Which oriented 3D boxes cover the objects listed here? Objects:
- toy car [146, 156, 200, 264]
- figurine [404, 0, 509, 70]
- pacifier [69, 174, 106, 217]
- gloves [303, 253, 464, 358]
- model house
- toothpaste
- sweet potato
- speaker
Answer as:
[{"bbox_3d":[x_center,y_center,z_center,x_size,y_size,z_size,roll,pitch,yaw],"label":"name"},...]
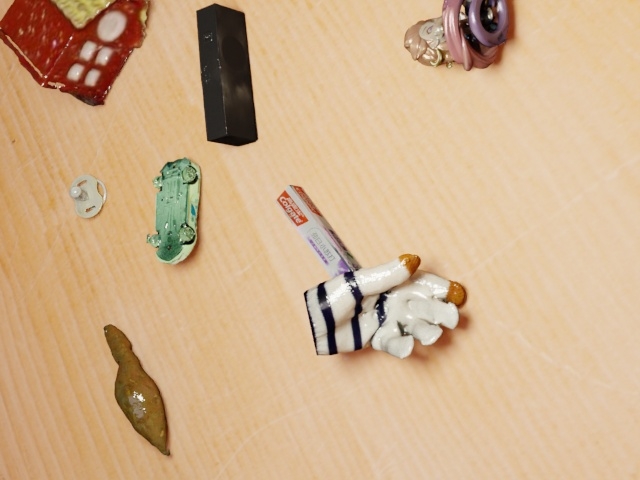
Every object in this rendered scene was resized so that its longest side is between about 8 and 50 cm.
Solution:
[{"bbox_3d":[-0.241,-0.047,1.628,0.093,0.058,0.186,-11,71,35],"label":"toy car"},{"bbox_3d":[0.187,-0.277,1.312,0.114,0.126,0.157,36,145,-11],"label":"figurine"},{"bbox_3d":[-0.432,-0.085,1.760,0.068,0.064,0.083,-25,75,14],"label":"pacifier"},{"bbox_3d":[0.091,0.095,1.363,0.219,0.131,0.140,-12,90,-1],"label":"gloves"},{"bbox_3d":[-0.423,-0.401,1.704,0.196,0.160,0.254,47,113,28],"label":"model house"},{"bbox_3d":[0.000,0.000,1.468,0.047,0.040,0.196,-47,64,22],"label":"toothpaste"},{"bbox_3d":[-0.325,0.251,1.671,0.075,0.075,0.269,-43,62,27],"label":"sweet potato"},{"bbox_3d":[-0.151,-0.266,1.556,0.044,0.082,0.218,-10,82,35],"label":"speaker"}]
